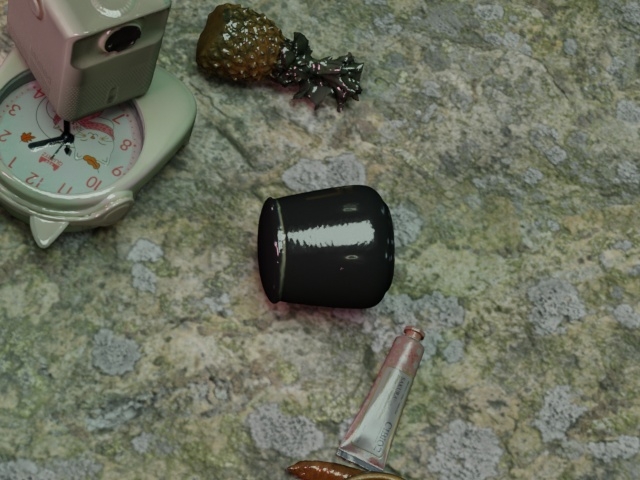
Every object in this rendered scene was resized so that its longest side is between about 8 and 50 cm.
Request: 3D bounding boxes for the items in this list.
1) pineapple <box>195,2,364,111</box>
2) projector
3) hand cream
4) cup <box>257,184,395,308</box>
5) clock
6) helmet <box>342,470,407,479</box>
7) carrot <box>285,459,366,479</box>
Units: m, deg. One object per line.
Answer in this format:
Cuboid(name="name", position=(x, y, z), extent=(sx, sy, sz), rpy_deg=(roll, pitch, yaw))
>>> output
Cuboid(name="pineapple", position=(-0.054, -0.263, 2.100), extent=(0.251, 0.125, 0.125), rpy_deg=(17, 59, -17))
Cuboid(name="projector", position=(-0.302, -0.296, 1.836), extent=(0.163, 0.242, 0.177), rpy_deg=(-25, 70, -27))
Cuboid(name="hand cream", position=(0.089, 0.209, 1.910), extent=(0.067, 0.043, 0.210), rpy_deg=(27, 64, -5))
Cuboid(name="cup", position=(0.000, 0.000, 1.946), extent=(0.176, 0.169, 0.223), rpy_deg=(-5, 29, -9))
Cuboid(name="clock", position=(-0.347, -0.134, 1.941), extent=(0.265, 0.108, 0.324), rpy_deg=(32, 60, 3))
Cuboid(name="helmet", position=(0.083, 0.408, 1.746), extent=(0.198, 0.130, 0.224), rpy_deg=(-20, 55, -25))
Cuboid(name="carrot", position=(0.064, 0.320, 1.840), extent=(0.224, 0.057, 0.057), rpy_deg=(18, 59, 1))
